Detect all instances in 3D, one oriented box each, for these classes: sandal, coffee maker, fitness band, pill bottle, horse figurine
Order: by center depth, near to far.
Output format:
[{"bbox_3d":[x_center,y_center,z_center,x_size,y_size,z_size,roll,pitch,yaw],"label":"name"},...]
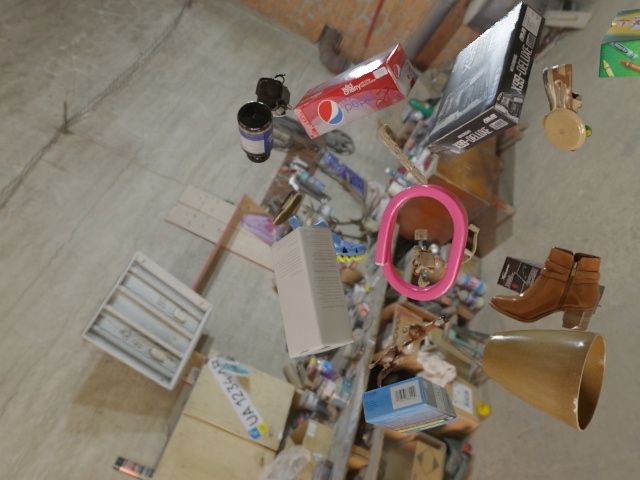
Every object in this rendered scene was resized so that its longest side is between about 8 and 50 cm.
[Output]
[{"bbox_3d":[0.244,0.006,1.160,0.054,0.208,0.291,-27,-52,-57],"label":"fitness band"},{"bbox_3d":[0.243,0.313,1.393,0.174,0.066,0.263,-6,-44,-50],"label":"horse figurine"},{"bbox_3d":[0.000,0.000,1.570,0.126,0.317,0.138,135,143,-84],"label":"sandal"},{"bbox_3d":[-0.226,-0.373,1.684,0.219,0.122,0.123,98,-165,-65],"label":"pill bottle"},{"bbox_3d":[-0.190,-0.590,1.893,0.178,0.120,0.171,-41,-60,-82],"label":"coffee maker"}]

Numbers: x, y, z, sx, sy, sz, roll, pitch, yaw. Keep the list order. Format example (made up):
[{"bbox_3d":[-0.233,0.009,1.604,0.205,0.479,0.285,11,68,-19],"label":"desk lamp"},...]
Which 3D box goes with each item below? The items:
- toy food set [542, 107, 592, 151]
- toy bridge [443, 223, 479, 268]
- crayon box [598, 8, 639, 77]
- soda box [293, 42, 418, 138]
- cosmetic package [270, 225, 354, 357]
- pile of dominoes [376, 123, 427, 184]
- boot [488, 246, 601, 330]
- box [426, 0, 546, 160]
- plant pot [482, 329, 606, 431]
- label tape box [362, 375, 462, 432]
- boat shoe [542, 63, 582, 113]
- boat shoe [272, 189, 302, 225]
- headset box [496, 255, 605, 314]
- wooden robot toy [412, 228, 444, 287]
[{"bbox_3d":[0.431,-0.195,0.839,0.020,0.083,0.083,-32,-3,-17],"label":"toy food set"},{"bbox_3d":[0.503,0.036,1.666,0.188,0.063,0.026,-56,1,-7],"label":"toy bridge"},{"bbox_3d":[0.755,-0.461,1.092,0.278,0.165,0.081,-46,-48,-40],"label":"crayon box"},{"bbox_3d":[0.067,-0.310,1.010,0.263,0.083,0.092,-12,38,42],"label":"soda box"},{"bbox_3d":[-0.020,0.099,0.925,0.117,0.085,0.231,-31,65,49],"label":"cosmetic package"},{"bbox_3d":[0.295,-0.298,1.659,0.040,0.251,0.196,-43,10,7],"label":"pile of dominoes"},{"bbox_3d":[0.641,0.127,1.364,0.109,0.283,0.220,-28,-55,-62],"label":"boot"},{"bbox_3d":[0.390,-0.371,1.142,0.242,0.076,0.308,-23,43,65],"label":"box"},{"bbox_3d":[0.560,0.325,1.225,0.254,0.237,0.237,9,67,42],"label":"plant pot"},{"bbox_3d":[0.355,0.635,1.814,0.249,0.347,0.115,-27,52,26],"label":"label tape box"},{"bbox_3d":[0.956,-0.530,1.858,0.119,0.324,0.123,-12,32,28],"label":"boat shoe"},{"bbox_3d":[-0.129,-0.121,1.773,0.152,0.049,0.056,-48,-28,12],"label":"boat shoe"},{"bbox_3d":[0.795,0.158,1.622,0.293,0.218,0.110,26,104,46],"label":"headset box"},{"bbox_3d":[0.306,0.054,1.336,0.076,0.078,0.174,111,160,-64],"label":"wooden robot toy"}]
